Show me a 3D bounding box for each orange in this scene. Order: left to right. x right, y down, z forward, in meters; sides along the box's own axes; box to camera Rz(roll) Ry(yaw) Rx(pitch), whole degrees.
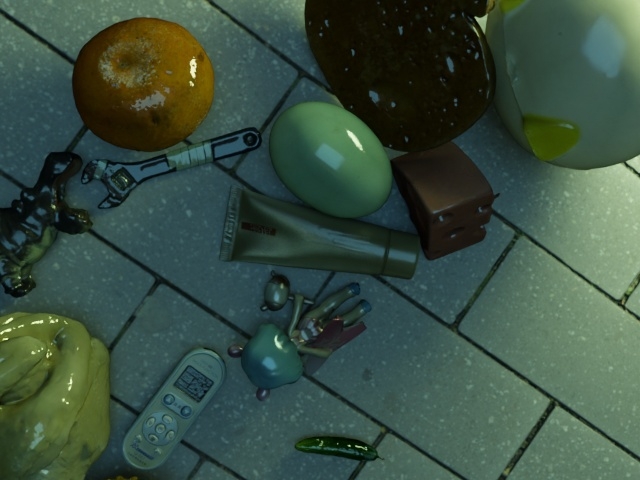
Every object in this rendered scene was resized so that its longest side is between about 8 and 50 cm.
[{"bbox_3d":[-0.282,-0.248,1.143,0.224,0.170,0.223,-1,75,3],"label":"orange"}]

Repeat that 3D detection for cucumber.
[{"bbox_3d":[0.036,0.377,1.292,0.168,0.039,0.039,9,93,-6],"label":"cucumber"}]

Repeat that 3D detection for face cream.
[{"bbox_3d":[0.000,0.000,1.247,0.342,0.084,0.137,10,102,-1],"label":"face cream"}]

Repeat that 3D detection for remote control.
[{"bbox_3d":[-0.255,0.293,1.244,0.087,0.047,0.244,37,89,-5],"label":"remote control"}]

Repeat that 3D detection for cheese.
[{"bbox_3d":[0.212,-0.093,1.253,0.128,0.203,0.177,-22,66,-2],"label":"cheese"}]

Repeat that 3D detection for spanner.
[{"bbox_3d":[-0.252,-0.132,1.229,0.316,0.024,0.087,-17,97,-8],"label":"spanner"}]

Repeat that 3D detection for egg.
[{"bbox_3d":[0.019,-0.133,1.189,0.231,0.168,0.168,37,88,-12],"label":"egg"}]

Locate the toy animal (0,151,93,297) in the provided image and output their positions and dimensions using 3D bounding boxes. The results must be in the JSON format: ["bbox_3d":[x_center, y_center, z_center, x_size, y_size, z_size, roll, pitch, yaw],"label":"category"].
[{"bbox_3d":[-0.507,0.004,1.161,0.343,0.106,0.168,-34,100,-7],"label":"toy animal"}]

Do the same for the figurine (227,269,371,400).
[{"bbox_3d":[-0.036,0.147,1.235,0.260,0.103,0.205,-32,99,-14],"label":"figurine"}]

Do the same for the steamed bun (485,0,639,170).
[{"bbox_3d":[0.434,-0.304,1.162,0.334,0.334,0.373,-15,94,-6],"label":"steamed bun"}]

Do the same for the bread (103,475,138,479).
[{"bbox_3d":[-0.340,0.508,1.199,0.240,0.139,0.239,-1,94,-8],"label":"bread"}]

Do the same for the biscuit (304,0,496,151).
[{"bbox_3d":[0.140,-0.333,1.167,0.314,0.063,0.367,-30,92,32],"label":"biscuit"}]

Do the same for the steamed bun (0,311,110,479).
[{"bbox_3d":[-0.510,0.292,1.122,0.373,0.230,0.324,-22,100,-8],"label":"steamed bun"}]
